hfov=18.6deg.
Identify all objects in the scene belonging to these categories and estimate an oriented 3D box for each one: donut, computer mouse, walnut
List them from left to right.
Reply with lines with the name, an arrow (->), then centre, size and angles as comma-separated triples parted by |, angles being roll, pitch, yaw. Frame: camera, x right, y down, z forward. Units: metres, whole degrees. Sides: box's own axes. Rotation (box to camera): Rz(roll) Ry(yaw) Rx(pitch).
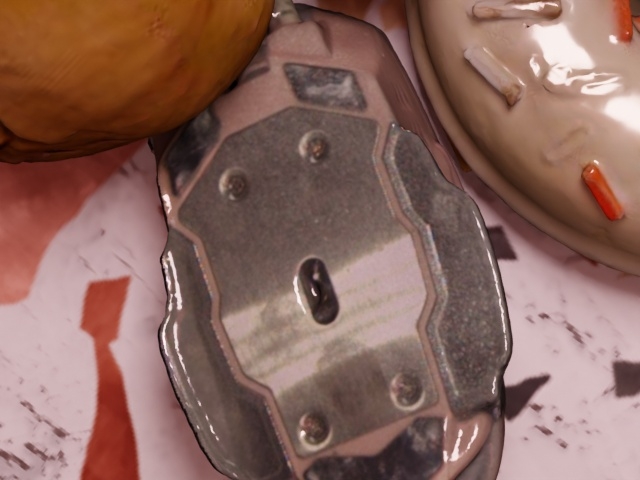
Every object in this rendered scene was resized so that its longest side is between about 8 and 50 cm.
walnut -> -0.151, -0.134, 1.083 | 0.203, 0.298, 0.203 | 9, 74, -34
computer mouse -> 0.002, 0.003, 1.134 | 0.199, 0.115, 0.389 | -21, 73, 12
donut -> 0.232, -0.157, 1.091 | 0.382, 0.142, 0.383 | 0, 89, 5
